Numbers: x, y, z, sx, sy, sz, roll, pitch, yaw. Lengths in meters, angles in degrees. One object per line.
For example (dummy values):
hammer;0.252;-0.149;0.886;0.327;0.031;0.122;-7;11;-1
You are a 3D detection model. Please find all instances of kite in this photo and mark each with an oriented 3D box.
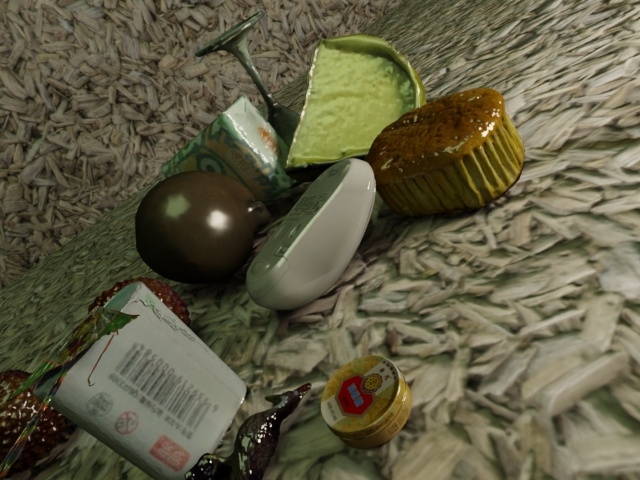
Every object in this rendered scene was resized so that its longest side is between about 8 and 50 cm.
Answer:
kite;-0.271;0.141;0.491;0.198;0.006;0.244;-30;27;11

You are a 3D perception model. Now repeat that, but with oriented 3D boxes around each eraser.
eraser;-0.217;0.190;0.611;0.081;0.227;0.174;-12;35;41

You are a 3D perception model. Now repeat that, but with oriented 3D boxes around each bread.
bread;0.208;-0.150;0.806;0.254;0.142;0.227;-3;48;42

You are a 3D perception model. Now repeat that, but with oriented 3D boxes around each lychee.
lychee;-0.313;0.160;0.828;0.188;0.188;0.188;-26;28;15
lychee;-0.545;0.322;0.815;0.188;0.188;0.188;-26;28;15

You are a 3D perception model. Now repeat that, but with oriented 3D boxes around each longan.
longan;-0.258;-0.034;1.008;0.300;0.243;0.300;-13;37;10

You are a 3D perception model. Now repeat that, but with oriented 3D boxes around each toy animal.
toy animal;-0.080;0.251;0.564;0.105;0.070;0.202;19;54;42

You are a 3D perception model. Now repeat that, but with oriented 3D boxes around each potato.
potato;0.110;-0.270;1.066;0.280;0.213;0.330;10;85;23

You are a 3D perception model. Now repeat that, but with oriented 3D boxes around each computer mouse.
computer mouse;0.000;0.000;0.782;0.296;0.121;0.184;-53;16;-18

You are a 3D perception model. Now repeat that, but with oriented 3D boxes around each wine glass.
wine glass;-0.131;-0.370;1.245;0.267;0.406;0.267;-23;31;15

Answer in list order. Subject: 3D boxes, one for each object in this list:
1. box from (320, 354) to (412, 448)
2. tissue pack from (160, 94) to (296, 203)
box;0.053;0.184;0.537;0.106;0.037;0.105;-25;28;15
tissue pack;-0.223;-0.179;1.159;0.311;0.228;0.128;-24;27;41
